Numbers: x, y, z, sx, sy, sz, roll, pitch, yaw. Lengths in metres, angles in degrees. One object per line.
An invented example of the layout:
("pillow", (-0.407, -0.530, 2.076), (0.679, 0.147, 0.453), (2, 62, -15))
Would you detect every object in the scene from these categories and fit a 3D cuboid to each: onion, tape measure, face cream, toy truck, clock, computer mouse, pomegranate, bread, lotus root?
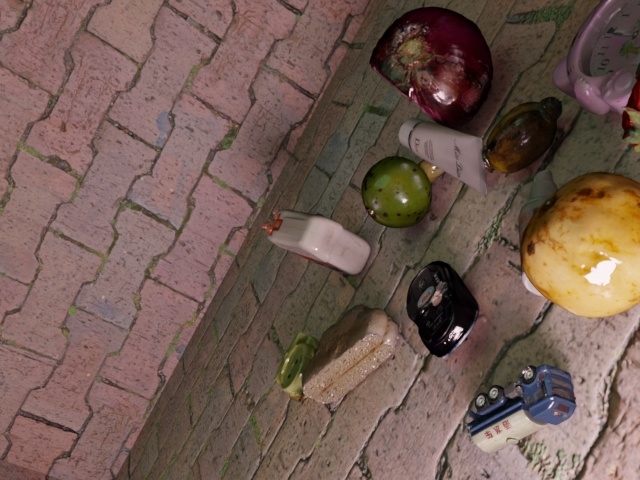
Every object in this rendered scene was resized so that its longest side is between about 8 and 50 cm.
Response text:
("onion", (0.312, -0.457, 1.730), (0.260, 0.282, 0.337), (-48, 52, 10))
("tape measure", (0.000, 0.000, 1.944), (0.258, 0.265, 0.130), (9, 75, 59))
("face cream", (0.408, -0.026, 1.197), (0.101, 0.101, 0.252), (-42, 27, 44))
("toy truck", (0.315, 0.277, 1.076), (0.202, 0.074, 0.088), (-46, 30, 40))
("face cream", (0.302, -0.223, 1.606), (0.089, 0.143, 0.314), (-23, 32, -18))
("clock", (0.573, -0.362, 1.200), (0.296, 0.113, 0.322), (-59, 19, 10))
("computer mouse", (0.256, 0.144, 1.370), (0.137, 0.096, 0.233), (-58, 24, 29))
("clock", (-0.051, 0.368, 1.877), (0.170, 0.069, 0.232), (-62, 18, 4))
("pomegranate", (0.416, 0.011, 0.993), (0.215, 0.215, 0.215), (-50, 23, 31))
("bread", (0.071, 0.264, 1.665), (0.337, 0.102, 0.183), (-46, 25, 36))
("lotus root", (0.424, -0.218, 1.390), (0.209, 0.120, 0.120), (-46, 26, 38))
("pomegranate", (0.221, -0.139, 1.728), (0.247, 0.202, 0.202), (-33, 18, -7))

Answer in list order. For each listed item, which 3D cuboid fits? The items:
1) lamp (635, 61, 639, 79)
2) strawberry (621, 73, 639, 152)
("lamp", (0.580, -0.295, 0.995), (0.250, 0.101, 0.101), (-24, 17, -10))
("strawberry", (0.557, -0.185, 0.862), (0.277, 0.257, 0.257), (-43, 20, -3))
